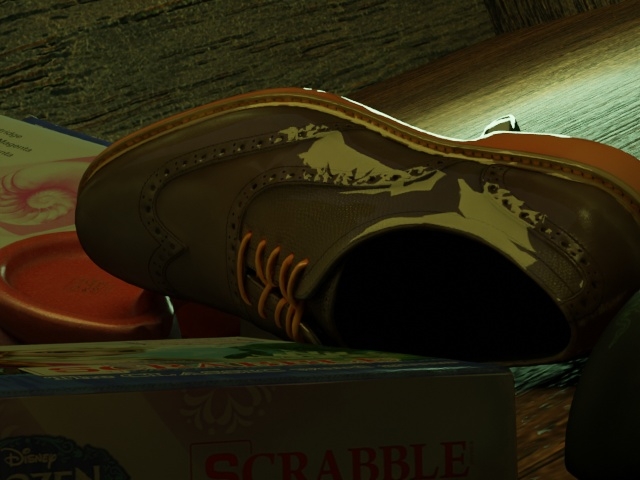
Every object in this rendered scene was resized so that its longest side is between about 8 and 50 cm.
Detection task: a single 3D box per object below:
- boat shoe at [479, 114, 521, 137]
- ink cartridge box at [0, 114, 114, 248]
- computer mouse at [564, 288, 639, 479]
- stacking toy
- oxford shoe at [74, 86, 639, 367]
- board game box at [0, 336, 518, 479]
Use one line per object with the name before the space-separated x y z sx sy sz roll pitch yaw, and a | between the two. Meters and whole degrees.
boat shoe | 0.115 -0.032 1.384 0.076 0.080 0.228 -17 15 15
ink cartridge box | -0.264 -0.040 1.610 0.324 0.071 0.330 17 36 35
computer mouse | 0.213 0.018 0.735 0.272 0.072 0.188 -21 8 -8
stacking toy | -0.052 0.060 1.212 0.279 0.130 0.309 13 25 24
oxford shoe | 0.000 0.000 0.994 0.363 0.130 0.132 2 24 31
board game box | -0.128 0.083 0.805 0.318 0.066 0.318 -1 -1 -23
